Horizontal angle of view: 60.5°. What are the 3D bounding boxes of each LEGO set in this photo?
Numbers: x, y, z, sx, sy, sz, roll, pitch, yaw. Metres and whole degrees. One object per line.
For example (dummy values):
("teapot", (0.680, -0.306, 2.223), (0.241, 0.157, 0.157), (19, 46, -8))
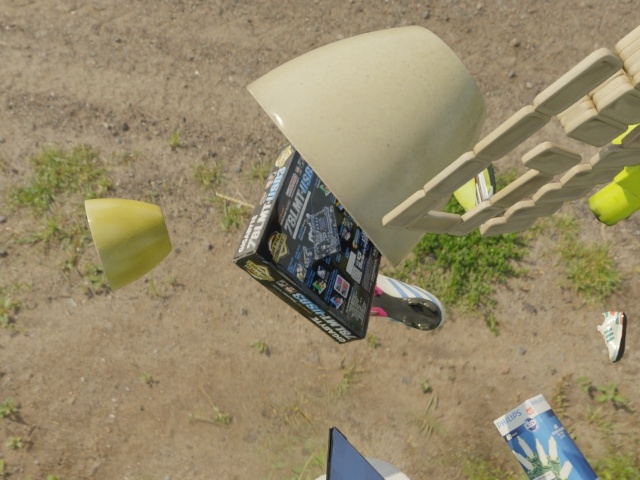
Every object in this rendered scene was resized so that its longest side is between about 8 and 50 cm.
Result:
("LEGO set", (0.360, -0.159, 1.230), (0.060, 0.182, 0.244), (-9, 64, 10))

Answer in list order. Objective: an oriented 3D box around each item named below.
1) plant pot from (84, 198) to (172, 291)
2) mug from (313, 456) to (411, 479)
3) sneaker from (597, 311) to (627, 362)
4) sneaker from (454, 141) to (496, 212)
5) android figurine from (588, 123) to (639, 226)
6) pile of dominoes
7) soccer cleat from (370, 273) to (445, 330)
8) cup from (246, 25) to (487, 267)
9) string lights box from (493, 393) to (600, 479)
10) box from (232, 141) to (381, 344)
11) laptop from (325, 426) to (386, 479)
("plant pot", (-0.269, -0.004, 0.789), (0.095, 0.134, 0.134), (-16, 59, -17))
("mug", (-0.021, 0.579, 0.965), (0.328, 0.374, 0.276), (-8, 73, -39))
("sneaker", (0.900, 0.297, 1.704), (0.075, 0.057, 0.161), (1, 73, 45))
("sneaker", (0.362, -0.248, 1.526), (0.147, 0.145, 0.385), (-14, 82, -39))
("android figurine", (0.420, -0.079, 0.541), (0.248, 0.273, 0.056), (27, 52, -16))
("pile of dominoes", (0.199, -0.079, 0.491), (0.196, 0.251, 0.040), (5, 59, -36))
("soccer cleat", (0.173, 0.153, 1.474), (0.331, 0.143, 0.116), (21, 102, 15))
("cup", (0.091, -0.161, 0.787), (0.237, 0.331, 0.331), (-39, 64, 4))
("string lights box", (0.578, 0.543, 1.396), (0.076, 0.133, 0.260), (-3, 52, -41))
("box", (0.000, 0.000, 1.061), (0.293, 0.073, 0.296), (40, 47, -29))
("laptop", (0.212, 0.384, 0.504), (0.407, 0.236, 0.382), (-3, 22, 5))
